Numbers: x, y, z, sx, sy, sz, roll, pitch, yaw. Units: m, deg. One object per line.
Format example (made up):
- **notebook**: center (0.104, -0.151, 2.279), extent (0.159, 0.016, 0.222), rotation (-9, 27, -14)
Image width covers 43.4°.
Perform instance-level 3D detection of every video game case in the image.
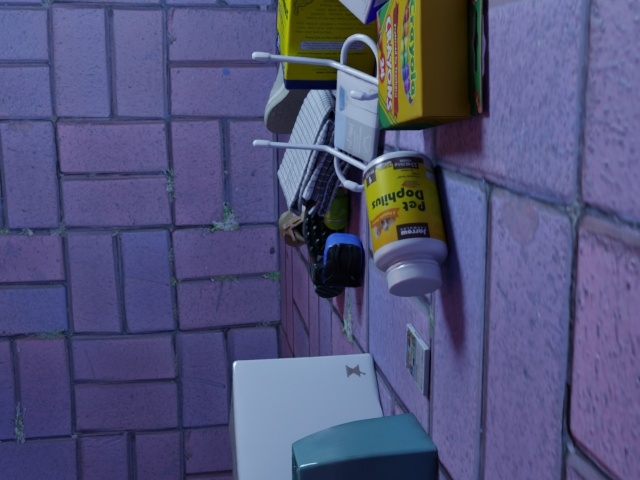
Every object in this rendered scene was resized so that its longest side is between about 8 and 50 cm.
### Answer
- **video game case**: center (0.173, 0.211, 1.436), extent (0.122, 0.011, 0.087), rotation (-121, 29, -72)

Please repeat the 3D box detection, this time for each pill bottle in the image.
- **pill bottle**: center (0.136, -0.025, 1.271), extent (0.117, 0.117, 0.215), rotation (106, 159, -64)

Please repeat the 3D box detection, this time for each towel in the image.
- **towel**: center (0.004, -0.215, 1.956), extent (0.235, 0.121, 0.284), rotation (-112, 39, -62)

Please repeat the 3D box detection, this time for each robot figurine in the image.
- **robot figurine**: center (0.040, -0.079, 2.054), extent (0.101, 0.067, 0.115), rotation (-109, 19, -77)

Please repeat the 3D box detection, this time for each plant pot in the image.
- **plant pot**: center (0.070, 0.420, 1.422), extent (0.166, 0.234, 0.166), rotation (-135, 44, -76)

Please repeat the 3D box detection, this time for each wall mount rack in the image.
- **wall mount rack**: center (0.005, -0.258, 1.664), extent (0.304, 0.130, 0.350), rotation (29, 131, 34)

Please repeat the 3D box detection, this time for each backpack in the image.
- **backpack**: center (0.049, 0.040, 1.922), extent (0.101, 0.097, 0.120), rotation (-99, 10, -58)

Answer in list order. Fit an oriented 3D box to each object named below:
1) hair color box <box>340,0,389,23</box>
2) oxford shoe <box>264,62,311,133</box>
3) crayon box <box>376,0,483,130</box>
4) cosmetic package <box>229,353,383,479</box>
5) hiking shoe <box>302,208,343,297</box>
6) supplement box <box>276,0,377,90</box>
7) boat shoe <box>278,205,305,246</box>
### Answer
- **hair color box**: center (0.018, -0.555, 1.369), extent (0.339, 0.110, 0.185), rotation (46, 152, 14)
- **oxford shoe**: center (-0.064, -0.463, 2.341), extent (0.449, 0.169, 0.130), rotation (117, 148, -58)
- **crayon box**: center (0.156, -0.276, 1.204), extent (0.318, 0.081, 0.202), rotation (-162, 71, -80)
- **cosmetic package**: center (-0.041, 0.499, 1.868), extent (0.394, 0.327, 0.330), rotation (102, 164, -54)
- **hiking shoe**: center (0.000, 0.000, 2.181), extent (0.132, 0.113, 0.304), rotation (-129, 37, -74)
- **supplement box**: center (0.017, -0.517, 1.680), extent (0.194, 0.195, 0.357), rotation (-102, 13, -48)
- **boat shoe**: center (-0.065, -0.042, 2.573), extent (0.341, 0.121, 0.110), rotation (111, 157, -65)
